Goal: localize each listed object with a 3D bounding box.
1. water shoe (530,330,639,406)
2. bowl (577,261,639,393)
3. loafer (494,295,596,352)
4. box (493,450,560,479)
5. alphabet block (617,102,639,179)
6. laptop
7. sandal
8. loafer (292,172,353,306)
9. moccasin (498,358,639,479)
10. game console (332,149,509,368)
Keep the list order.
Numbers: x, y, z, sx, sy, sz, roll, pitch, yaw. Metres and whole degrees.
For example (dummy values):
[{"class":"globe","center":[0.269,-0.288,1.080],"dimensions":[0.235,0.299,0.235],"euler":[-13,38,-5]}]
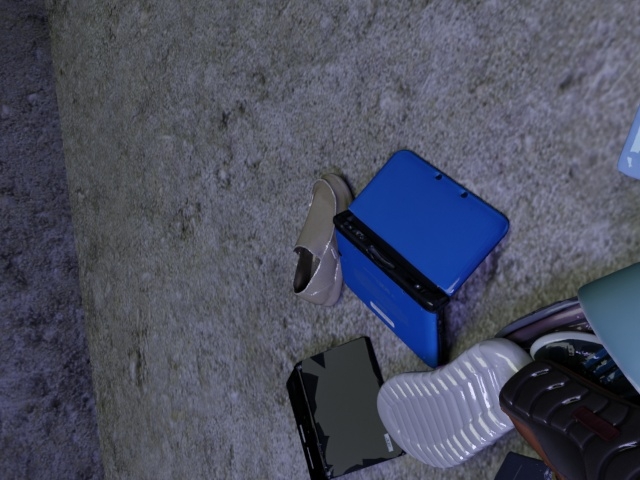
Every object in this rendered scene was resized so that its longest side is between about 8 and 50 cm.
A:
[{"class":"water shoe","center":[0.366,0.175,0.955],"dimensions":[0.203,0.080,0.073],"euler":[12,140,19]},{"class":"bowl","center":[0.434,0.115,0.765],"dimensions":[0.163,0.312,0.311],"euler":[-46,54,20]},{"class":"loafer","center":[0.365,0.116,1.013],"dimensions":[0.302,0.109,0.095],"euler":[-36,66,42]},{"class":"box","center":[0.305,0.468,0.877],"dimensions":[0.313,0.179,0.343],"euler":[0,46,52]},{"class":"alphabet block","center":[0.476,-0.127,0.800],"dimensions":[0.193,0.197,0.192],"euler":[35,115,46]},{"class":"laptop","center":[0.038,0.347,1.494],"dimensions":[0.264,0.137,0.234],"euler":[112,145,-64]},{"class":"sandal","center":[0.227,0.258,1.190],"dimensions":[0.169,0.102,0.416],"euler":[64,150,10]},{"class":"loafer","center":[0.000,0.000,1.482],"dimensions":[0.102,0.092,0.268],"euler":[8,95,51]},{"class":"moccasin","center":[0.327,0.260,0.819],"dimensions":[0.139,0.147,0.380],"euler":[-42,17,-8]},{"class":"game console","center":[0.171,0.028,1.320],"dimensions":[0.293,0.173,0.250],"euler":[44,154,43]}]
